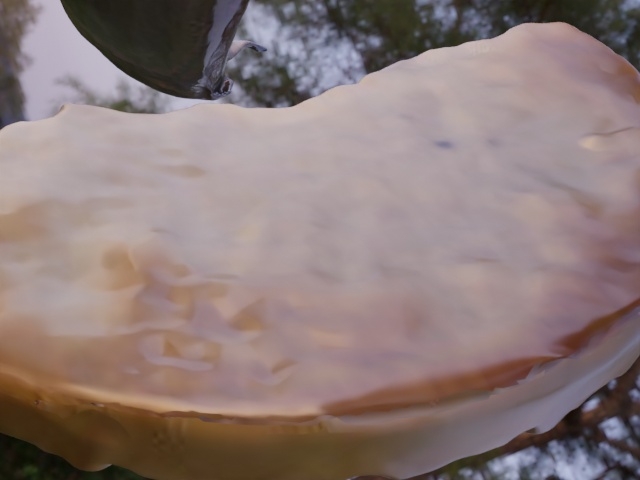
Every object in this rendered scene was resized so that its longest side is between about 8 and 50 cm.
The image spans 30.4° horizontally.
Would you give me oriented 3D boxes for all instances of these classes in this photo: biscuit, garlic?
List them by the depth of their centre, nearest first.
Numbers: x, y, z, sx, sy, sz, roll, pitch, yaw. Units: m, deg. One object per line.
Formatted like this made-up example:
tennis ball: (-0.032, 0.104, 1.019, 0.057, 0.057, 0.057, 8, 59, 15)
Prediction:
biscuit: (0.000, 0.000, 0.391, 0.204, 0.308, 0.040, -126, -150, -48)
garlic: (-0.082, -0.187, 0.835, 0.151, 0.196, 0.338, 38, -28, 18)
